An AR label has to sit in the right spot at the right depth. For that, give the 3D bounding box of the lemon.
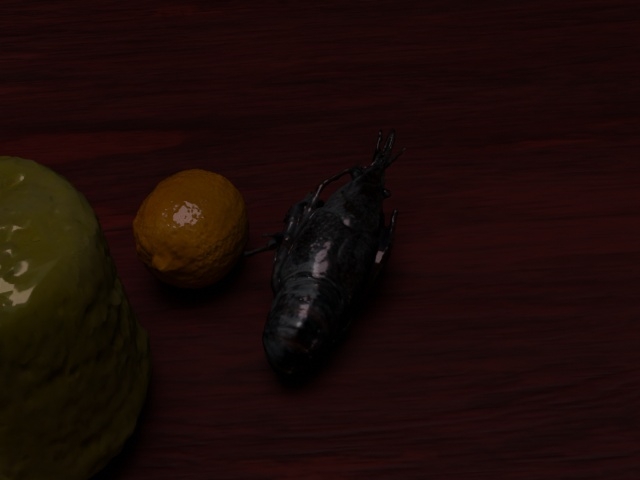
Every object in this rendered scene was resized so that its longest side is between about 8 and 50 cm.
[{"bbox_3d":[-0.159,-0.018,1.594,0.142,0.142,0.187,6,40,13],"label":"lemon"}]

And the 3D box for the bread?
[{"bbox_3d":[-0.364,0.092,1.379,0.348,0.307,0.348,-1,41,1],"label":"bread"}]

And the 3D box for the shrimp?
[{"bbox_3d":[-0.001,0.001,1.547,0.172,0.137,0.372,20,48,3],"label":"shrimp"}]
